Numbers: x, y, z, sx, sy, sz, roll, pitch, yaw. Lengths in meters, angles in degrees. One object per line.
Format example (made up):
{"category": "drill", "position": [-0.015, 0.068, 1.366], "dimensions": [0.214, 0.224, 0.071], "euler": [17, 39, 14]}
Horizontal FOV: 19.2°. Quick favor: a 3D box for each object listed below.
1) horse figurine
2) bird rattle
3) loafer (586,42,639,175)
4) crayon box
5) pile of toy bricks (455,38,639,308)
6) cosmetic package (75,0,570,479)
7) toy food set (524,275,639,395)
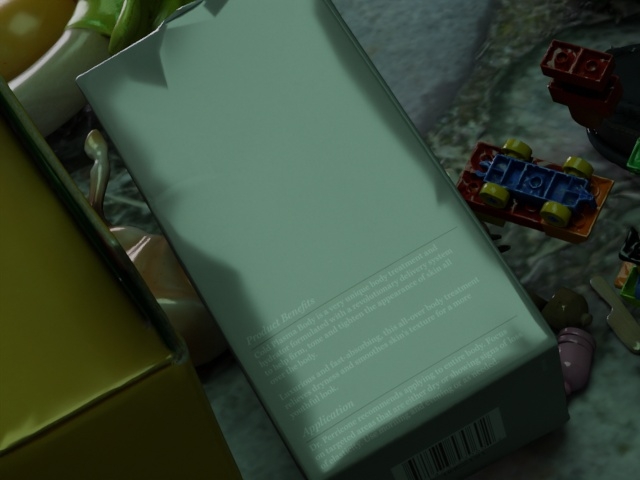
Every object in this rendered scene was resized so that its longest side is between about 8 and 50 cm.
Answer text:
{"category": "horse figurine", "position": [-0.056, 0.000, 0.973], "dimensions": [0.263, 0.066, 0.174], "euler": [-20, 53, -7]}
{"category": "bird rattle", "position": [-0.156, -0.143, 1.131], "dimensions": [0.207, 0.143, 0.253], "euler": [-41, 41, 0]}
{"category": "loafer", "position": [0.270, -0.078, 0.917], "dimensions": [0.302, 0.095, 0.109], "euler": [9, 49, 28]}
{"category": "crayon box", "position": [-0.092, 0.074, 0.727], "dimensions": [0.081, 0.318, 0.202], "euler": [-29, 42, -11]}
{"category": "pile of toy bricks", "position": [0.179, -0.008, 0.876], "dimensions": [0.212, 0.105, 0.118], "euler": [19, 70, 27]}
{"category": "cosmetic package", "position": [0.000, 0.000, 0.869], "dimensions": [0.127, 0.107, 0.238], "euler": [-29, 63, -2]}
{"category": "toy food set", "position": [0.091, 0.053, 0.904], "dimensions": [0.122, 0.019, 0.078], "euler": [-25, 42, -5]}
